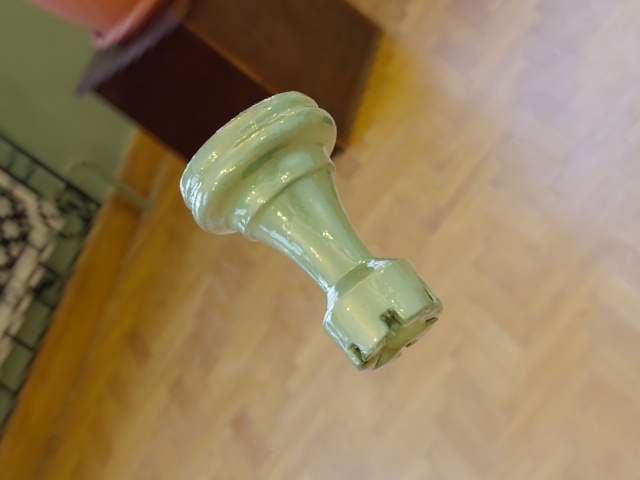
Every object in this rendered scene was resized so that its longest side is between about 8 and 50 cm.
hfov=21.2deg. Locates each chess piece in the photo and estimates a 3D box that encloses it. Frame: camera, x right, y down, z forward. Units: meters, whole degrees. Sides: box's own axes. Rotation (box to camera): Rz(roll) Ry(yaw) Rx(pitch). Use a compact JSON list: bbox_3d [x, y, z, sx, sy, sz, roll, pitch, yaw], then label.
[{"bbox_3d":[0.000,0.000,0.657,0.067,0.103,0.067,-35,-18,-13],"label":"chess piece"}]
